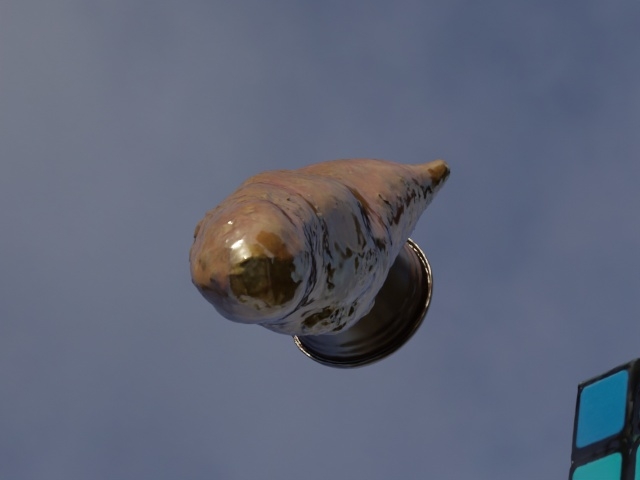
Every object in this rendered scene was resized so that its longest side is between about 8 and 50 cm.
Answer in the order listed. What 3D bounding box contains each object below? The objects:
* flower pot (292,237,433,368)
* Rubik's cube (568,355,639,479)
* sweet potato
[{"bbox_3d":[0.009,0.019,1.284,0.111,0.111,0.089,-53,-40,-10],"label":"flower pot"},{"bbox_3d":[0.238,0.150,1.019,0.163,0.162,0.160,26,-125,-24],"label":"Rubik's cube"},{"bbox_3d":[-0.010,0.008,1.059,0.106,0.354,0.095,-37,-94,19],"label":"sweet potato"}]
